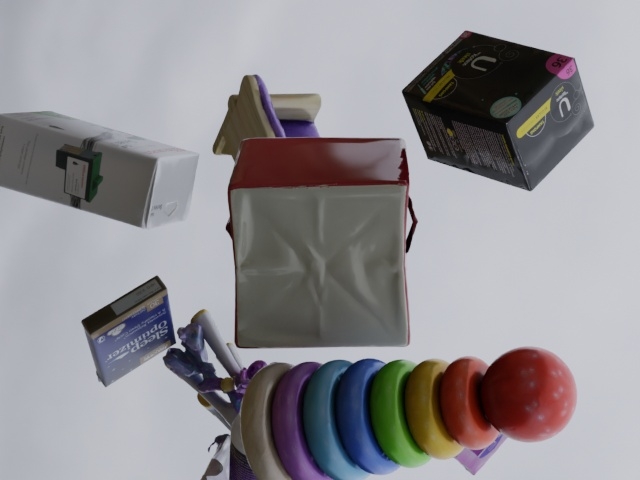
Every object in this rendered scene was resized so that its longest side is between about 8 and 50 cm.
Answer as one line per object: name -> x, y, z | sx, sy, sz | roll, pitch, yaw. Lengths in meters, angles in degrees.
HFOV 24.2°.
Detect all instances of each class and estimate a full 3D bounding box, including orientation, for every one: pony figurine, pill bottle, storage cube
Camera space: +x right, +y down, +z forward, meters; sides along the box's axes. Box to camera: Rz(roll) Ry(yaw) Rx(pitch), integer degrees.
pony figurine -> -0.112, 0.291, 2.470 | 0.303, 0.351, 0.363 | -38, -115, -6
pill bottle -> -0.084, 0.318, 2.265 | 0.108, 0.108, 0.193 | -99, -170, -51
storage cube -> 0.000, 0.000, 1.606 | 0.193, 0.215, 0.183 | -87, 177, -72

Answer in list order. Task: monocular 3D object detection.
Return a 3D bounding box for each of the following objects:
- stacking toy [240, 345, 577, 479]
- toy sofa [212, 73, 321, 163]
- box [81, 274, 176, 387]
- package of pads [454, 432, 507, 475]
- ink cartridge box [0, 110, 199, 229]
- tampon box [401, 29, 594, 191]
stacking toy -> 0.092, 0.163, 1.447 | 0.330, 0.141, 0.141 | -14, -129, 28
toy sofa -> -0.017, -0.064, 2.121 | 0.362, 0.150, 0.177 | 67, -33, 34
box -> -0.293, 0.151, 2.318 | 0.136, 0.036, 0.225 | -32, 156, -17
package of pads -> 0.196, 0.244, 1.837 | 0.083, 0.050, 0.032 | -48, -146, 0
ink cartridge box -> -0.280, -0.091, 1.863 | 0.160, 0.219, 0.092 | -24, 129, -74
tampon box -> 0.196, -0.145, 1.647 | 0.161, 0.101, 0.120 | 22, -122, 44
